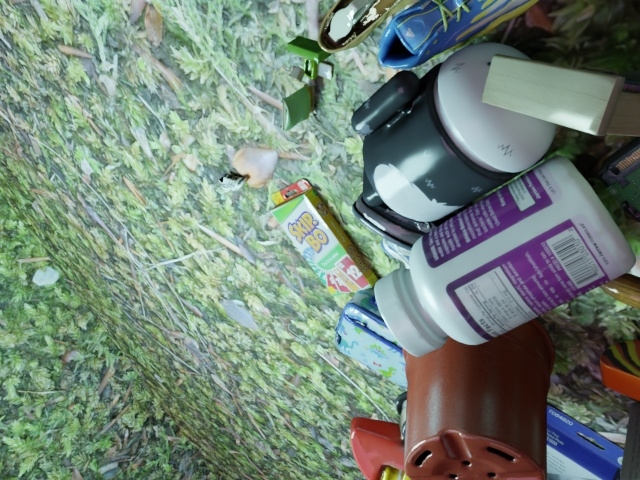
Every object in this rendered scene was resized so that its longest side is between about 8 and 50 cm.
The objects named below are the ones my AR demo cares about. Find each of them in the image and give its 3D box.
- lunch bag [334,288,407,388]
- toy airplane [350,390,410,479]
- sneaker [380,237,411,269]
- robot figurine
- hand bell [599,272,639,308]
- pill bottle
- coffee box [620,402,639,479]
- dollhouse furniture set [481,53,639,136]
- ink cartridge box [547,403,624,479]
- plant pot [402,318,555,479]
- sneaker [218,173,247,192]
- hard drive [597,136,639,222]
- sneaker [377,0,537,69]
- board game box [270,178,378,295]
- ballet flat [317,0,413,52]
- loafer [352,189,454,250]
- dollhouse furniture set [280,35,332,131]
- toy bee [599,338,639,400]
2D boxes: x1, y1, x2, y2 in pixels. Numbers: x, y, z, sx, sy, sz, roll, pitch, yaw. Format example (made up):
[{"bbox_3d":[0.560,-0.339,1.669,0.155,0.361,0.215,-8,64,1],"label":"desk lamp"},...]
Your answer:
[{"bbox_3d":[0.141,0.206,1.094,0.219,0.090,0.176,30,138,14],"label":"lunch bag"},{"bbox_3d":[0.252,0.529,1.060,0.386,0.272,0.384,28,-171,-47],"label":"toy airplane"},{"bbox_3d":[0.171,0.025,0.923,0.135,0.052,0.058,35,138,10],"label":"sneaker"},{"bbox_3d":[0.167,-0.132,0.682,0.278,0.209,0.173,-35,83,52],"label":"robot figurine"},{"bbox_3d":[0.450,0.089,0.618,0.242,0.126,0.126,29,142,38],"label":"hand bell"},{"bbox_3d":[0.229,0.036,0.695,0.302,0.169,0.169,-33,103,23],"label":"pill bottle"},{"bbox_3d":[0.632,0.490,0.722,0.338,0.337,0.334,-5,122,41],"label":"coffee box"},{"bbox_3d":[0.320,-0.232,0.414,0.286,0.198,0.303,44,132,53],"label":"dollhouse furniture set"},{"bbox_3d":[0.497,0.449,1.044,0.223,0.045,0.223,30,140,16],"label":"ink cartridge box"},{"bbox_3d":[0.253,0.280,0.857,0.273,0.265,0.272,9,124,13],"label":"plant pot"},{"bbox_3d":[-0.191,-0.127,1.111,0.083,0.032,0.036,-10,119,45],"label":"sneaker"},{"bbox_3d":[0.517,-0.030,0.554,0.339,0.064,0.237,41,142,2],"label":"hard drive"},{"bbox_3d":[0.160,-0.261,0.595,0.091,0.126,0.240,52,142,-11],"label":"sneaker"},{"bbox_3d":[0.000,0.000,1.066,0.124,0.039,0.259,-20,108,49],"label":"board game box"},{"bbox_3d":[0.075,-0.317,0.661,0.080,0.073,0.232,48,142,-5],"label":"ballet flat"},{"bbox_3d":[0.201,-0.021,0.830,0.303,0.109,0.095,28,121,9],"label":"loafer"},{"bbox_3d":[-0.018,-0.238,0.816,0.059,0.076,0.151,27,139,21],"label":"dollhouse furniture set"},{"bbox_3d":[0.561,0.218,0.709,0.298,0.162,0.195,47,159,37],"label":"toy bee"}]
